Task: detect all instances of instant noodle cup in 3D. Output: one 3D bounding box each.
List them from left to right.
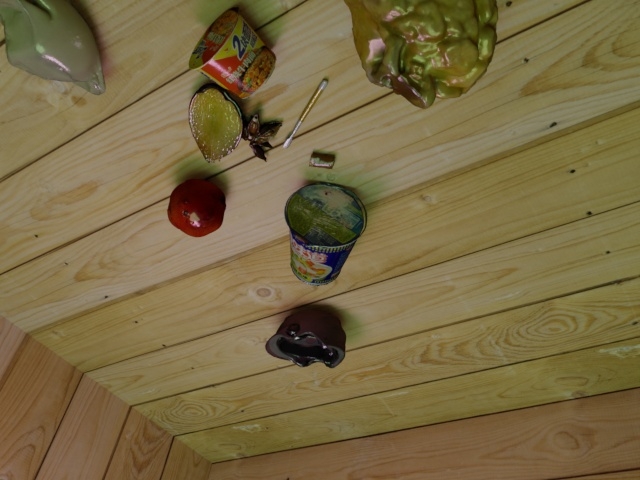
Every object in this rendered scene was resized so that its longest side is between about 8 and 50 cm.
[{"bbox_3d":[-0.236,-0.512,1.744,0.213,0.213,0.174,-29,132,33],"label":"instant noodle cup"},{"bbox_3d":[0.000,0.000,2.184,0.284,0.284,0.312,11,144,-1],"label":"instant noodle cup"}]

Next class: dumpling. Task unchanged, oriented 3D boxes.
[{"bbox_3d":[-0.800,-0.579,1.814,0.315,0.233,0.395,17,162,41],"label":"dumpling"}]

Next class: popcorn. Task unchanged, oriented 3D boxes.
[{"bbox_3d":[0.250,-0.529,1.531,0.353,0.344,0.390,-18,98,14],"label":"popcorn"}]

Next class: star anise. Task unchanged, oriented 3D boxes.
[{"bbox_3d":[-0.202,-0.349,1.996,0.157,0.054,0.212,-26,121,37],"label":"star anise"}]

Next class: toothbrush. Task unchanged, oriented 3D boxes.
[{"bbox_3d":[-0.050,-0.393,1.949,0.021,0.024,0.288,24,133,-17],"label":"toothbrush"}]

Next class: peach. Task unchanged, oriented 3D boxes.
[{"bbox_3d":[-0.322,-0.371,1.967,0.189,0.068,0.279,28,131,7],"label":"peach"}]

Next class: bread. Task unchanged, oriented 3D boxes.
[{"bbox_3d":[0.005,-0.262,2.060,0.083,0.036,0.047,9,128,4],"label":"bread"}]

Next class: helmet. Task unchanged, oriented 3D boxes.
[{"bbox_3d":[-0.048,0.398,2.629,0.338,0.197,0.271,3,143,16],"label":"helmet"}]

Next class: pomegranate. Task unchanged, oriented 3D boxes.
[{"bbox_3d":[-0.433,-0.111,2.185,0.210,0.210,0.235,20,167,-10],"label":"pomegranate"}]
